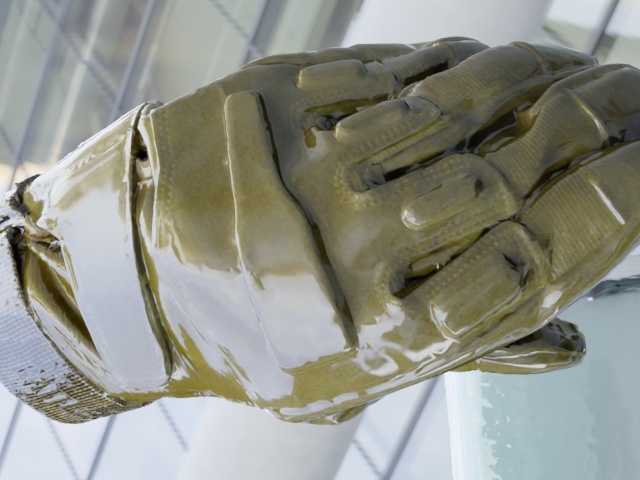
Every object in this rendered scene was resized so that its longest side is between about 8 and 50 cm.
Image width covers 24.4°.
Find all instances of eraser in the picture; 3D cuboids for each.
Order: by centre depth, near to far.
[{"bbox_3d":[0.189,0.163,1.058,0.189,0.290,0.104,-7,-172,-12],"label":"eraser"}]

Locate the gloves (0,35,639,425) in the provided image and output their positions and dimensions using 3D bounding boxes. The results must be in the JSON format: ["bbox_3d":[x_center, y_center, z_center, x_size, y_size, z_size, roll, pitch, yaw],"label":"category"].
[{"bbox_3d":[-0.010,0.002,0.621,0.331,0.154,0.141,-14,173,30],"label":"gloves"}]
